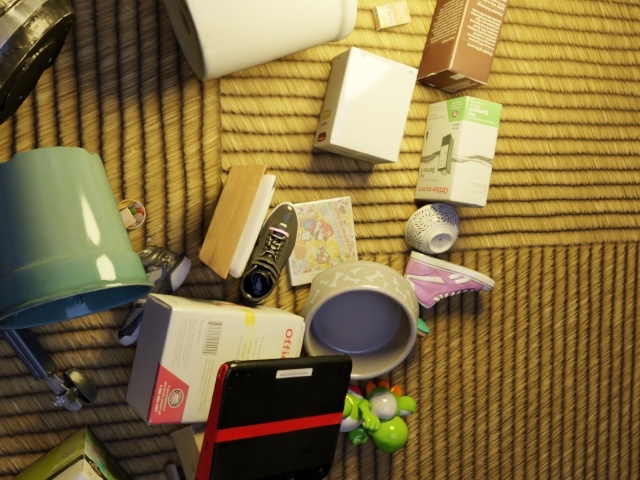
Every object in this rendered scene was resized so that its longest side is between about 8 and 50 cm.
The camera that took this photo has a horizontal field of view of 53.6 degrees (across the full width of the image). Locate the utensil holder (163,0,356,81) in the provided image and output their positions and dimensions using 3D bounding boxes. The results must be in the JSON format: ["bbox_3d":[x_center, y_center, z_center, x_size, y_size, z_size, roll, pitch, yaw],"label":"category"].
[{"bbox_3d":[-0.159,-0.588,1.525,0.386,0.327,0.327,-24,102,-14],"label":"utensil holder"}]

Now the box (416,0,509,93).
[{"bbox_3d":[0.416,-0.626,1.793,0.143,0.191,0.381,17,89,-20],"label":"box"}]

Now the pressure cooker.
[{"bbox_3d":[-0.776,-0.463,1.285,0.420,0.370,0.375,37,98,-18],"label":"pressure cooker"}]

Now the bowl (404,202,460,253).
[{"bbox_3d":[0.336,-0.016,1.836,0.170,0.080,0.170,-6,127,-8],"label":"bowl"}]

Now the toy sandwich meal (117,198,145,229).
[{"bbox_3d":[-0.484,-0.065,1.601,0.086,0.029,0.085,-2,95,-20],"label":"toy sandwich meal"}]

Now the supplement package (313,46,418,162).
[{"bbox_3d":[0.120,-0.361,1.734,0.204,0.145,0.261,13,90,-21],"label":"supplement package"}]

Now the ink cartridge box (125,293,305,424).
[{"bbox_3d":[-0.257,0.299,1.595,0.385,0.160,0.279,11,91,-38],"label":"ink cartridge box"}]

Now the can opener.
[{"bbox_3d":[-0.669,0.306,1.556,0.280,0.074,0.093,56,42,-17],"label":"can opener"}]

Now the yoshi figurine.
[{"bbox_3d":[0.112,0.522,1.795,0.362,0.203,0.203,3,109,-22],"label":"yoshi figurine"}]

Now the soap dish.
[{"bbox_3d":[-0.210,-0.050,1.608,0.118,0.229,0.290,20,87,-4],"label":"soap dish"}]

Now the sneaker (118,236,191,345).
[{"bbox_3d":[-0.458,0.121,1.594,0.153,0.101,0.268,38,77,-17],"label":"sneaker"}]

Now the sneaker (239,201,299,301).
[{"bbox_3d":[-0.127,0.038,1.664,0.105,0.147,0.295,23,90,-6],"label":"sneaker"}]

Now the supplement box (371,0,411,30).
[{"bbox_3d":[0.202,-0.638,1.796,0.098,0.036,0.062,-18,100,-17],"label":"supplement box"}]

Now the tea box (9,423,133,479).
[{"bbox_3d":[-0.618,0.651,1.459,0.329,0.323,0.220,-37,105,-13],"label":"tea box"}]

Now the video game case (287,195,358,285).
[{"bbox_3d":[0.000,0.000,1.784,0.206,0.026,0.226,-10,98,-19],"label":"video game case"}]

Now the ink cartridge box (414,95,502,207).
[{"bbox_3d":[0.387,-0.245,1.804,0.122,0.211,0.289,8,92,-21],"label":"ink cartridge box"}]

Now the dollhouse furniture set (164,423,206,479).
[{"bbox_3d":[-0.228,0.552,1.687,0.303,0.286,0.198,-12,76,-40],"label":"dollhouse furniture set"}]

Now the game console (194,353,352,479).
[{"bbox_3d":[-0.101,0.436,1.496,0.387,0.060,0.341,5,97,-41],"label":"game console"}]

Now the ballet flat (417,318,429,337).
[{"bbox_3d":[0.160,0.206,1.821,0.342,0.116,0.124,38,102,-24],"label":"ballet flat"}]

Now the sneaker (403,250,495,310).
[{"bbox_3d":[0.376,0.143,1.901,0.282,0.102,0.161,16,92,-10],"label":"sneaker"}]

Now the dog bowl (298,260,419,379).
[{"bbox_3d":[0.103,0.230,1.722,0.349,0.102,0.348,0,117,-1],"label":"dog bowl"}]

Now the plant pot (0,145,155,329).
[{"bbox_3d":[-0.580,-0.008,1.408,0.341,0.341,0.334,-15,80,-18],"label":"plant pot"}]
